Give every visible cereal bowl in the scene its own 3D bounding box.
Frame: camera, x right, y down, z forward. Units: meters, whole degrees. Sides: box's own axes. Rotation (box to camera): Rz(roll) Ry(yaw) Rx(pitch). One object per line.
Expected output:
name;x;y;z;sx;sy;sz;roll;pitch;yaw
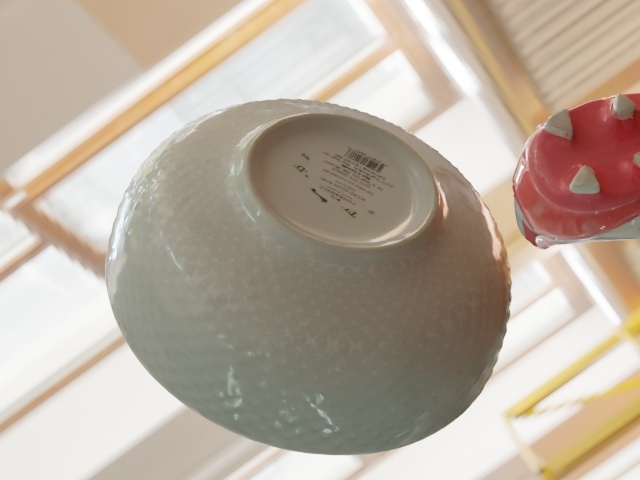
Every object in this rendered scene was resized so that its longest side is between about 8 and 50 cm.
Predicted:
cereal bowl;0.000;0.000;1.359;0.339;0.339;0.141;57;147;34

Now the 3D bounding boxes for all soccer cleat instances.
soccer cleat;0.221;-0.050;0.901;0.095;0.248;0.083;100;155;-66
